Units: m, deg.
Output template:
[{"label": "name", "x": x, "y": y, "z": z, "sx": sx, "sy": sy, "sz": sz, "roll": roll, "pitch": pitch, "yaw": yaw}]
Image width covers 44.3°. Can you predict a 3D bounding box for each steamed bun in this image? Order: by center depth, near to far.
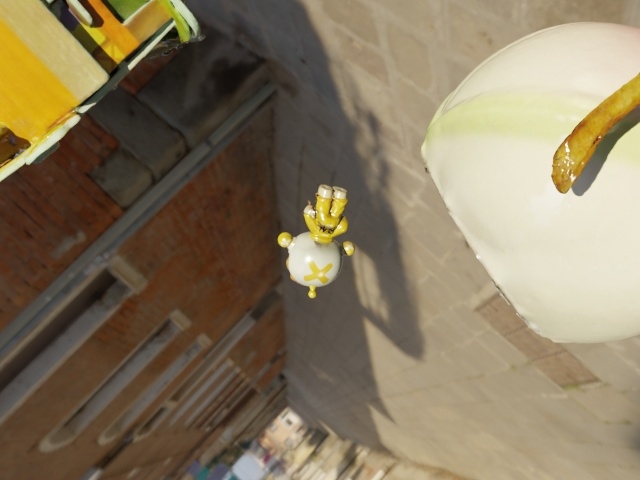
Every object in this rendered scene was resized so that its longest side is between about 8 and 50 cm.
[{"label": "steamed bun", "x": 0.269, "y": -0.072, "z": 0.717, "sx": 0.309, "sy": 0.309, "sz": 0.309, "roll": 42, "pitch": 169, "yaw": 10}]

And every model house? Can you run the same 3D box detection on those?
[{"label": "model house", "x": -0.353, "y": -0.197, "z": 0.824, "sx": 0.242, "sy": 0.313, "sz": 0.357, "roll": 52, "pitch": 160, "yaw": -25}]

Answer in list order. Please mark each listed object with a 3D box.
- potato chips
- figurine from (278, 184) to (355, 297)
[{"label": "potato chips", "x": 0.229, "y": -0.104, "z": 0.519, "sx": 0.037, "sy": 0.204, "sz": 0.026, "roll": 54, "pitch": 171, "yaw": -2}, {"label": "figurine", "x": 0.005, "y": -0.001, "z": 1.051, "sx": 0.101, "sy": 0.143, "sz": 0.068, "roll": 33, "pitch": -169, "yaw": -24}]
